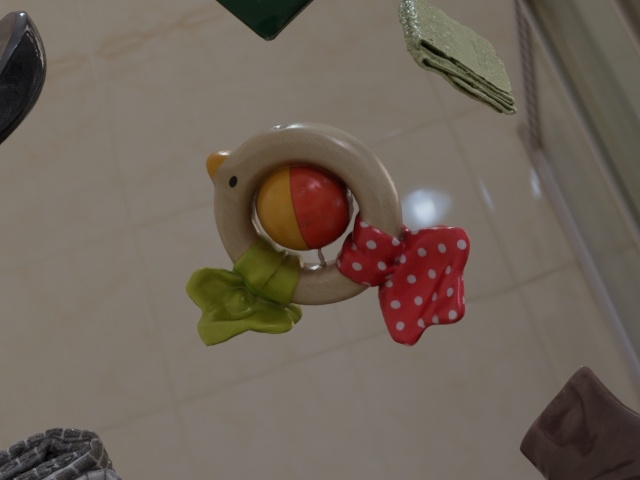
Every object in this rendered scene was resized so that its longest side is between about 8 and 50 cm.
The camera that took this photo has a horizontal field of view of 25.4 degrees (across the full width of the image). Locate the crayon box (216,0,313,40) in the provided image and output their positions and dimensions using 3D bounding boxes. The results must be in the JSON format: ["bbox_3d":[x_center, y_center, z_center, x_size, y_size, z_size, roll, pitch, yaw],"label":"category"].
[{"bbox_3d":[-0.093,-0.325,0.840,0.313,0.363,0.106,39,-60,-19],"label":"crayon box"}]

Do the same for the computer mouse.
[{"bbox_3d":[-0.393,-0.140,1.673,0.072,0.272,0.188,31,-12,-29],"label":"computer mouse"}]

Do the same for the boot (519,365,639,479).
[{"bbox_3d":[0.300,0.191,1.350,0.090,0.207,0.248,8,-54,-37],"label":"boot"}]

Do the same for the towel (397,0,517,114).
[{"bbox_3d":[0.115,-0.162,1.230,0.110,0.148,0.027,30,-66,-19],"label":"towel"}]

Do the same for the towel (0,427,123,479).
[{"bbox_3d":[-0.285,0.298,1.206,0.283,0.121,0.235,-24,-38,-15],"label":"towel"}]

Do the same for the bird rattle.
[{"bbox_3d":[0.000,0.000,1.215,0.253,0.143,0.207,-7,-67,28],"label":"bird rattle"}]
